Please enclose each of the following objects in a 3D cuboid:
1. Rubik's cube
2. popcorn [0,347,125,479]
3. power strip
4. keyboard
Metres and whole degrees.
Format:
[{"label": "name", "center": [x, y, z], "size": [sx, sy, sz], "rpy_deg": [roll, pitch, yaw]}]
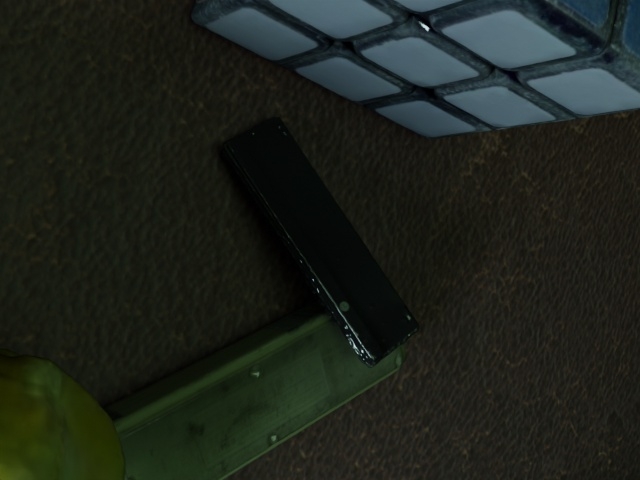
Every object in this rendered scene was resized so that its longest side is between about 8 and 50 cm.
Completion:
[{"label": "Rubik's cube", "center": [0.117, -0.280, 0.779], "size": [0.301, 0.304, 0.305], "rpy_deg": [23, 78, -34]}, {"label": "popcorn", "center": [-0.297, 0.154, 0.525], "size": [0.334, 0.293, 0.292], "rpy_deg": [52, 27, -45]}, {"label": "power strip", "center": [-0.078, 0.140, 0.782], "size": [0.387, 0.066, 0.092], "rpy_deg": [-25, 106, -36]}, {"label": "keyboard", "center": [0.000, 0.000, 0.820], "size": [0.072, 0.023, 0.231], "rpy_deg": [-33, 89, -37]}]
